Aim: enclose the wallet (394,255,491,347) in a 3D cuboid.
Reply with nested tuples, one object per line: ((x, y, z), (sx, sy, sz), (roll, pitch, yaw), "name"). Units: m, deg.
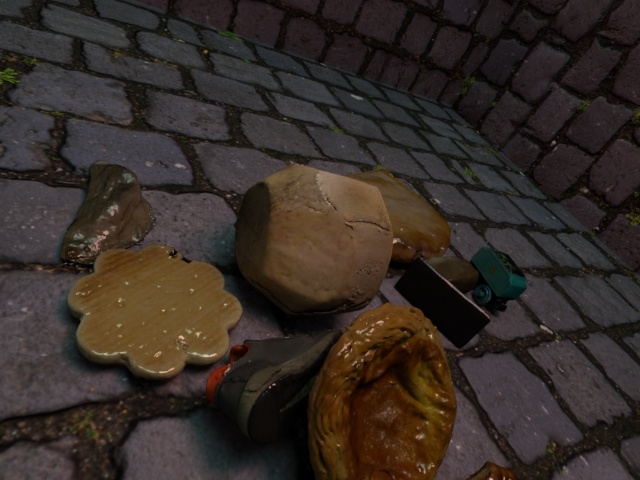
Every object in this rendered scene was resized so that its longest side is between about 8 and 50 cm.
((0.320, 0.164, 1.092), (0.244, 0.124, 0.025), (44, 30, 20), "wallet")

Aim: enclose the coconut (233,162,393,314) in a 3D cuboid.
((0.000, 0.000, 0.914), (0.353, 0.352, 0.352), (19, 36, -15), "coconut")

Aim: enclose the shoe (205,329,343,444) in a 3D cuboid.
((-0.081, 0.234, 0.742), (0.171, 0.132, 0.336), (11, 8, 26), "shoe")

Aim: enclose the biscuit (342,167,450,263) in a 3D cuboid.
((0.224, -0.084, 1.354), (0.446, 0.104, 0.429), (42, 37, 22), "biscuit")

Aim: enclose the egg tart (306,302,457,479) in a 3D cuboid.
((0.097, 0.277, 0.705), (0.352, 0.150, 0.351), (1, 89, -39), "egg tart")

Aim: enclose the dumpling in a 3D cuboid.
((-0.444, -0.078, 0.894), (0.166, 0.086, 0.332), (8, 44, -24), "dumpling")

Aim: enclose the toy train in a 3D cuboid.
((0.545, 0.119, 1.284), (0.107, 0.154, 0.198), (12, 38, -28), "toy train")

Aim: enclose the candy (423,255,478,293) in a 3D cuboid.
((0.367, 0.109, 1.214), (0.234, 0.102, 0.104), (-5, 47, -36), "candy")

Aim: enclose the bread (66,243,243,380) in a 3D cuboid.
((-0.299, 0.124, 0.766), (0.316, 0.054, 0.316), (19, 35, -14), "bread")

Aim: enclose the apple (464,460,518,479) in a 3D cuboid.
((0.269, 0.456, 0.664), (0.156, 0.158, 0.147), (12, 40, -30), "apple")
